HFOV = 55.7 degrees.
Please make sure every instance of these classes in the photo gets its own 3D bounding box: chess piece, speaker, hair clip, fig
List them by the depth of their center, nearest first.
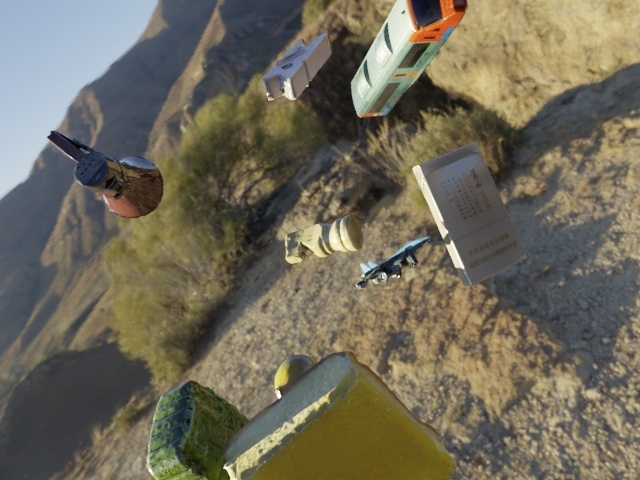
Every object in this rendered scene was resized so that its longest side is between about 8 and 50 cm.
[{"bbox_3d":[0.000,0.000,1.515,0.201,0.090,0.090,-13,29,27],"label":"chess piece"},{"bbox_3d":[-0.056,-0.470,1.642,0.101,0.085,0.330,2,38,18],"label":"hair clip"},{"bbox_3d":[-0.607,-0.214,1.729,0.198,0.259,0.329,-27,-11,0],"label":"speaker"},{"bbox_3d":[-0.067,0.414,1.798,0.136,0.121,0.152,-25,42,43],"label":"fig"}]

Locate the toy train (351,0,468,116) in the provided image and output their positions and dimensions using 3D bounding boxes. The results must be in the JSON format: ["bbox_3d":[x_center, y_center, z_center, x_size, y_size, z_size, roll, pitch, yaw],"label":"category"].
[{"bbox_3d":[0.135,-0.326,1.055,0.089,0.086,0.409,-9,-7,-11],"label":"toy train"}]

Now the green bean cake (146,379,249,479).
[{"bbox_3d":[-0.241,0.411,1.222,0.113,0.200,0.214,-35,28,20],"label":"green bean cake"}]

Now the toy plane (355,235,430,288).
[{"bbox_3d":[0.207,0.059,1.632,0.246,0.078,0.169,-29,-12,38],"label":"toy plane"}]

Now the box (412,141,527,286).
[{"bbox_3d":[0.422,-0.076,1.707,0.205,0.364,0.051,-24,1,-17],"label":"box"}]

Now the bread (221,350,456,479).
[{"bbox_3d":[0.039,0.413,1.139,0.324,0.333,0.143,-42,21,5],"label":"bread"}]
